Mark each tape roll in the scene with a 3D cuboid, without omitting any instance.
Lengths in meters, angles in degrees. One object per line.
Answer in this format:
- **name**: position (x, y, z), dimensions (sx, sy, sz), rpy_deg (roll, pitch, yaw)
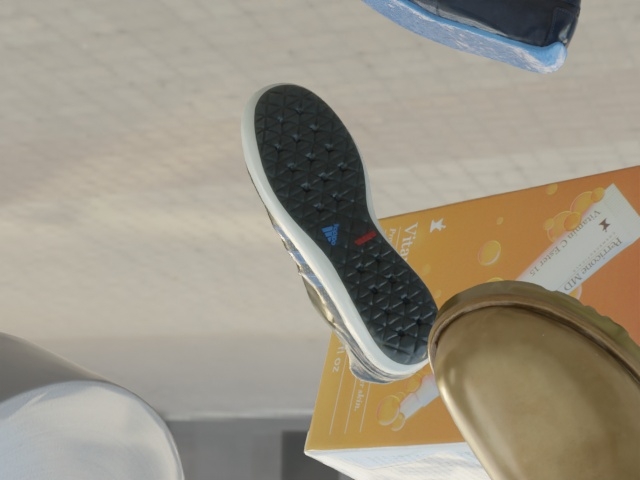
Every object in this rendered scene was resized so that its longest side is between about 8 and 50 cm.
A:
- **tape roll**: position (-0.160, 0.154, 0.608), dimensions (0.072, 0.219, 0.219), rpy_deg (21, 180, 33)

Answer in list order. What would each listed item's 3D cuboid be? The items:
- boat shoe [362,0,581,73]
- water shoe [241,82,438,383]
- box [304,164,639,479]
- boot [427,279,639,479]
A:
- **boat shoe**: position (0.143, -0.240, 1.337), dimensions (0.258, 0.089, 0.109), rpy_deg (26, 175, 25)
- **water shoe**: position (0.000, 0.000, 0.852), dimensions (0.073, 0.203, 0.080), rpy_deg (-21, 168, -27)
- **box**: position (0.183, 0.088, 1.062), dimensions (0.345, 0.215, 0.168), rpy_deg (-12, 146, 42)
- **boot**: position (0.105, 0.163, 0.514), dimensions (0.089, 0.236, 0.269), rpy_deg (-39, -170, 32)
